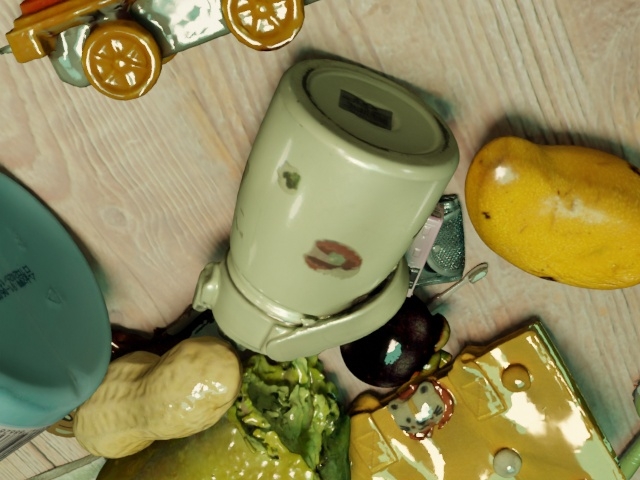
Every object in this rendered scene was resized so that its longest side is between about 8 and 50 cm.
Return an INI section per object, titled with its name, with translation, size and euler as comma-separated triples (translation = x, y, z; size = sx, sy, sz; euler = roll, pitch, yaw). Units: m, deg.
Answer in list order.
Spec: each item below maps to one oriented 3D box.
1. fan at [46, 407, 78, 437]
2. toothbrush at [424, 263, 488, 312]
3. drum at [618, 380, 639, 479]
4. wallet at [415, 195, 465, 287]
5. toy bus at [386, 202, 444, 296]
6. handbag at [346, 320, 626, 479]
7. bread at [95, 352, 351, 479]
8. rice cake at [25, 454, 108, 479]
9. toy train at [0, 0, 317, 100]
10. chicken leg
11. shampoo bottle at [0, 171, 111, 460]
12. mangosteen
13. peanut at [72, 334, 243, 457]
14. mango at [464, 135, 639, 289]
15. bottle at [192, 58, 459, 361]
[fan]
translation = -0.329, 0.216, 1.249
size = 0.152, 0.008, 0.227
euler = -5, 144, 6
[toothbrush]
translation = 0.146, 0.089, 1.236
size = 0.194, 0.017, 0.014
euler = -38, 114, 23
[drum]
translation = 0.511, 0.285, 1.377
size = 0.130, 0.049, 0.253
euler = 1, 125, -4
[wallet]
translation = 0.138, 0.006, 1.169
size = 0.088, 0.026, 0.129
euler = -9, 125, 2
[toy bus]
translation = 0.115, 0.011, 1.126
size = 0.037, 0.052, 0.131
euler = 16, 125, -4
[handbag]
translation = 0.186, 0.310, 1.280
size = 0.401, 0.133, 0.283
euler = -30, 91, 17
[bread]
translation = -0.142, 0.327, 1.237
size = 0.376, 0.251, 0.208
euler = -35, 158, 21
[rice cake]
translation = -0.381, 0.352, 1.375
size = 0.171, 0.029, 0.033
euler = -23, 119, 12
[toy train]
translation = -0.158, -0.274, 0.879
size = 0.369, 0.163, 0.232
euler = -18, 116, 9
[chicken leg]
translation = -0.236, 0.137, 1.224
size = 0.253, 0.051, 0.106
euler = -19, 120, 6
[shampoo bottle]
translation = -0.460, 0.122, 1.024
size = 0.342, 0.331, 0.331
euler = -33, 121, 17
[mangosteen]
translation = 0.101, 0.130, 1.190
size = 0.151, 0.137, 0.137
euler = 19, 122, -15
[peanut]
translation = -0.199, 0.189, 1.142
size = 0.274, 0.125, 0.111
euler = -23, 147, 31
[mango]
translation = 0.289, -0.036, 1.098
size = 0.295, 0.120, 0.177
euler = 26, 127, -18
[bottle]
translation = 0.000, 0.000, 1.046
size = 0.229, 0.229, 0.352
euler = 16, 123, -15
